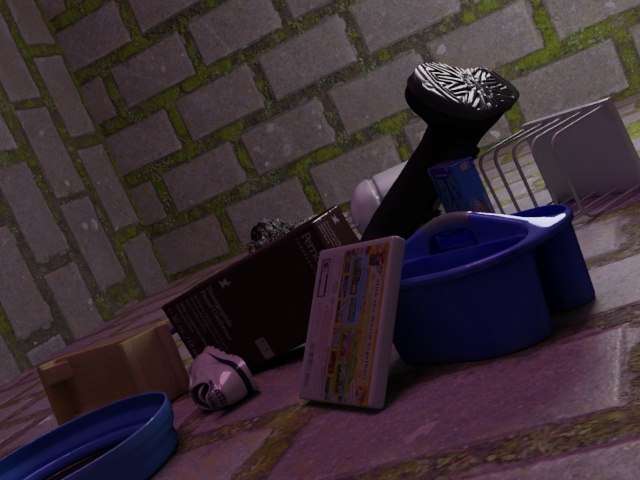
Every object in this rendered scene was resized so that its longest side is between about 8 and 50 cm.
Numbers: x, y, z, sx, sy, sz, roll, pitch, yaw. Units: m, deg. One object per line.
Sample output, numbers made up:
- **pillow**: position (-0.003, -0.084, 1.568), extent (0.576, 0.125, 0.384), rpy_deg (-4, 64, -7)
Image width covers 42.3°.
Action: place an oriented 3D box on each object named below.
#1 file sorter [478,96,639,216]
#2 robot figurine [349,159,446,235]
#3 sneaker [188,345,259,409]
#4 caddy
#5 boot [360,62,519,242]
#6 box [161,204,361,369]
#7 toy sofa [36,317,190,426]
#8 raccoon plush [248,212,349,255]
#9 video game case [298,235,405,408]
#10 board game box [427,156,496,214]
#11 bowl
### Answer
- **file sorter**: position (0.483, -0.146, 1.696), extent (0.173, 0.193, 0.277), rpy_deg (-30, 8, -20)
- **robot figurine**: position (0.232, -0.107, 2.264), extent (0.353, 0.200, 0.300), rpy_deg (-24, -4, 2)
- **sneaker**: position (-0.197, 0.250, 1.463), extent (0.095, 0.090, 0.235), rpy_deg (-38, 10, -24)
- **caddy**: position (0.211, 0.045, 1.172), extent (0.241, 0.179, 0.341), rpy_deg (-28, 7, -38)
- **boot**: position (0.201, -0.149, 1.749), extent (0.367, 0.146, 0.445), rpy_deg (-10, -38, -50)
- **box**: position (-0.090, 0.110, 1.551), extent (0.381, 0.191, 0.143), rpy_deg (-29, 3, 26)
- **toy sofa**: position (-0.419, 0.278, 1.741), extent (0.362, 0.150, 0.177), rpy_deg (-19, 3, 41)
- **raccoon plush**: position (0.000, 0.000, 2.329), extent (0.299, 0.216, 0.446), rpy_deg (-13, 10, 24)
- **video game case**: position (0.041, 0.116, 1.161), extent (0.026, 0.227, 0.206), rpy_deg (15, -13, -26)
- **board game box**: position (0.281, -0.050, 1.554), extent (0.047, 0.210, 0.160), rpy_deg (-26, 6, -6)
- **bowl**: position (-0.401, 0.364, 1.289), extent (0.391, 0.077, 0.391), rpy_deg (-24, 6, 3)
